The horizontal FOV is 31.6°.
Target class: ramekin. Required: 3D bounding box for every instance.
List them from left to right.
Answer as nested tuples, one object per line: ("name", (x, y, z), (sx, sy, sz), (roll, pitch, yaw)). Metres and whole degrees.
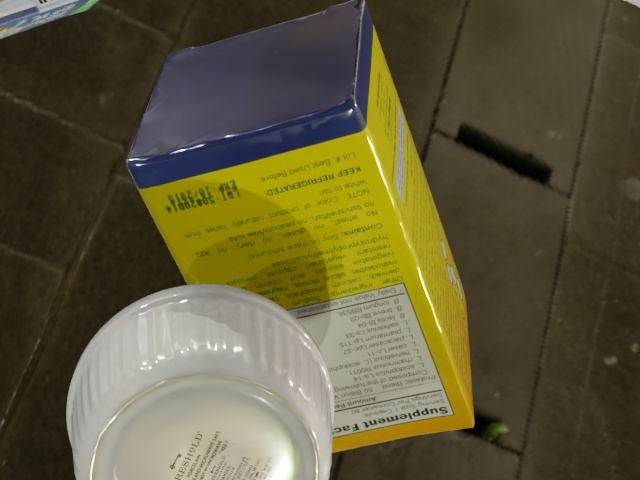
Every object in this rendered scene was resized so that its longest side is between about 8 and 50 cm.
("ramekin", (-0.087, 0.146, 0.839), (0.207, 0.109, 0.207), (-2, 110, -7))

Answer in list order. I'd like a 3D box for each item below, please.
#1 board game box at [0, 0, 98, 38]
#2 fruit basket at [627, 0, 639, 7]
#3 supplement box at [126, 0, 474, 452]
("board game box", (-0.214, -0.164, 0.594), (0.136, 0.035, 0.201), (59, 38, -7))
("fruit basket", (0.380, -0.265, 0.802), (0.353, 0.165, 0.327), (38, 82, 28))
("supplement box", (0.000, 0.000, 1.020), (0.194, 0.356, 0.195), (-13, 34, 14))
